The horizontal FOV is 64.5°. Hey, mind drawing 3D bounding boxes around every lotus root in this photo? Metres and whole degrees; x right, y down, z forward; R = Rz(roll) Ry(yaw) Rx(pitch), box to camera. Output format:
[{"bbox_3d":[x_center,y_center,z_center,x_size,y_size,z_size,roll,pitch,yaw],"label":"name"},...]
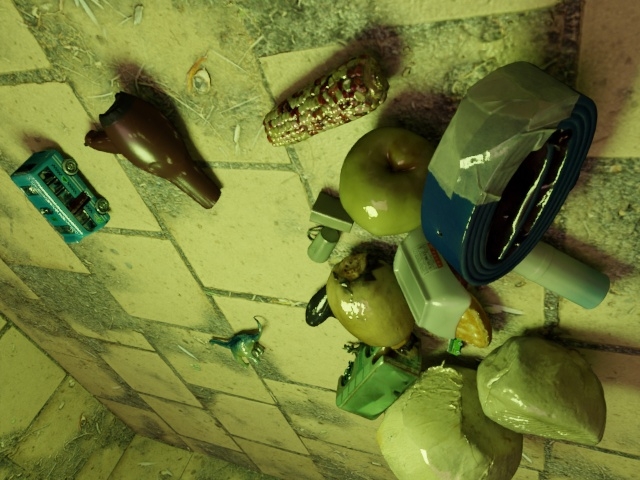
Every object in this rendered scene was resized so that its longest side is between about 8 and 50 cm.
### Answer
[{"bbox_3d":[0.136,0.167,1.187,0.182,0.183,0.310,-11,128,38],"label":"lotus root"}]

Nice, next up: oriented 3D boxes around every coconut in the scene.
[{"bbox_3d":[0.329,0.518,1.344,0.346,0.346,0.360,30,135,-5],"label":"coconut"}]

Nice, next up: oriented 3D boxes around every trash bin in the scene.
[{"bbox_3d":[0.029,-0.057,1.079,0.092,0.061,0.043,21,141,3],"label":"trash bin"}]

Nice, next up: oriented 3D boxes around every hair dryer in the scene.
[{"bbox_3d":[-0.424,-0.197,1.173,0.340,0.123,0.313,8,150,38],"label":"hair dryer"},{"bbox_3d":[0.079,0.187,1.347,0.219,0.075,0.196,21,134,-10],"label":"hair dryer"}]

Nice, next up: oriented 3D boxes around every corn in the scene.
[{"bbox_3d":[-0.004,-0.231,0.876,0.280,0.092,0.092,-13,127,43],"label":"corn"}]

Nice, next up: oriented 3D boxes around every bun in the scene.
[{"bbox_3d":[0.493,0.323,1.141,0.281,0.205,0.282,14,154,7],"label":"bun"}]

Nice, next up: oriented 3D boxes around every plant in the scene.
[{"bbox_3d":[0.109,0.318,1.472,0.102,0.051,0.051,4,137,18],"label":"plant"}]

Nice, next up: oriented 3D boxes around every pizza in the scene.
[{"bbox_3d":[0.302,0.173,1.192,0.198,0.062,0.188,4,135,37],"label":"pizza"}]

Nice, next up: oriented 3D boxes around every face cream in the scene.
[{"bbox_3d":[0.411,0.041,0.958,0.250,0.077,0.077,28,142,-1],"label":"face cream"}]

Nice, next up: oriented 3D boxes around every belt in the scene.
[{"bbox_3d":[0.271,-0.085,0.773,0.117,0.212,0.347,55,153,39],"label":"belt"}]

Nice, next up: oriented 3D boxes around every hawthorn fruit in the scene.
[{"bbox_3d":[0.271,0.063,1.065,0.093,0.081,0.081,25,143,18],"label":"hawthorn fruit"}]

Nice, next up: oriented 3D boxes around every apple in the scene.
[{"bbox_3d":[0.121,-0.097,0.885,0.199,0.200,0.200,16,141,13],"label":"apple"}]

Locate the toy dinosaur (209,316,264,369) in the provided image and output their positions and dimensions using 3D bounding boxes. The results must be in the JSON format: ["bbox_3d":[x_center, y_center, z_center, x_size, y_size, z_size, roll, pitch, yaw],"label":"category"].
[{"bbox_3d":[-0.256,0.357,1.707,0.147,0.076,0.363,46,142,-13],"label":"toy dinosaur"}]

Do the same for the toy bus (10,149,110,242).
[{"bbox_3d":[-0.693,-0.115,1.367,0.113,0.134,0.246,0,134,30],"label":"toy bus"}]

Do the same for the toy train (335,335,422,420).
[{"bbox_3d":[0.151,0.370,1.372,0.129,0.159,0.326,26,127,-9],"label":"toy train"}]

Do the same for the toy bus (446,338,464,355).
[{"bbox_3d":[0.344,0.257,1.284,0.037,0.031,0.083,21,143,23],"label":"toy bus"}]

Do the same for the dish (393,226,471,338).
[{"bbox_3d":[0.209,0.083,1.014,0.077,0.213,0.151,-11,141,-10],"label":"dish"}]

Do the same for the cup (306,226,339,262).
[{"bbox_3d":[0.005,0.001,1.178,0.054,0.075,0.083,-1,146,-26],"label":"cup"}]
